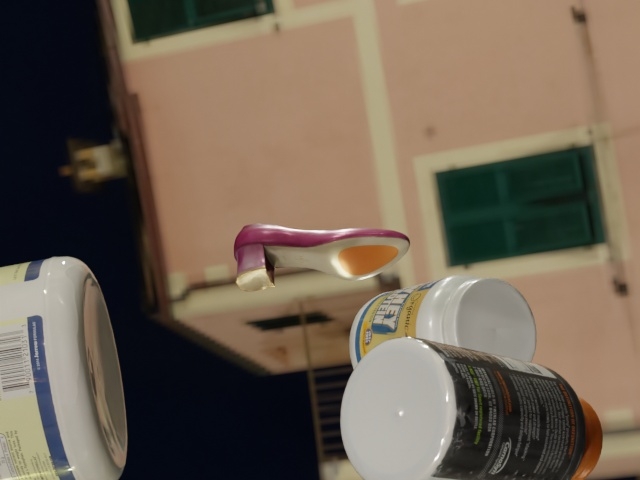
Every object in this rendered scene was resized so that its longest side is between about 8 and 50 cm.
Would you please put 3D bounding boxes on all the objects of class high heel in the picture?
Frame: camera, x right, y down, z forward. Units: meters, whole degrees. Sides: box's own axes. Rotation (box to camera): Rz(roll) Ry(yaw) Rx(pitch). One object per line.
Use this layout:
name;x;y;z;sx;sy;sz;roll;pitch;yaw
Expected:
high heel;0.000;0.000;2.012;0.117;0.244;0.082;-90;-20;-48

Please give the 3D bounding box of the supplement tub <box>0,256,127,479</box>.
supplement tub;-0.368;0.153;1.446;0.235;0.325;0.235;-10;-90;-90

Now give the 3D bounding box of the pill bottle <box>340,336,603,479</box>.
pill bottle;0.144;0.163;1.296;0.245;0.130;0.130;15;-115;-44

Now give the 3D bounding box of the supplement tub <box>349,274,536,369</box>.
supplement tub;0.143;0.119;1.752;0.144;0.199;0.144;8;-105;-33
